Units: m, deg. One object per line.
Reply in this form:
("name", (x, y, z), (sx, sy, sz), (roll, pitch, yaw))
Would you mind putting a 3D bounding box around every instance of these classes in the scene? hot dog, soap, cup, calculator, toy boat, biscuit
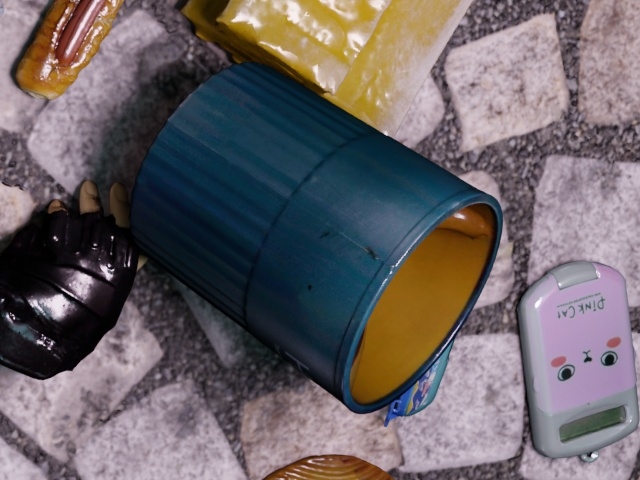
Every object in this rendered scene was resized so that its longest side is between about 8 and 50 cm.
("hot dog", (-0.229, -0.234, 1.952), (0.066, 0.047, 0.216), (33, 85, -30))
("soap", (0.036, -0.273, 2.027), (0.259, 0.143, 0.281), (34, 80, -27))
("cup", (0.005, -0.015, 1.929), (0.308, 0.292, 0.242), (-17, 135, -57))
("calculator", (0.300, 0.143, 2.281), (0.141, 0.045, 0.246), (-14, 106, -23))
("toy boat", (0.089, 0.120, 2.165), (0.110, 0.091, 0.175), (19, 95, 6))
("biscuit", (0.008, 0.321, 2.181), (0.228, 0.031, 0.176), (-11, 103, -24))

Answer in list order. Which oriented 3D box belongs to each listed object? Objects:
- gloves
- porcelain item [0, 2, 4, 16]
("gloves", (-0.250, 0.032, 1.962), (0.164, 0.124, 0.203), (25, 97, -46))
("porcelain item", (-0.347, -0.226, 1.904), (0.083, 0.036, 0.028), (-1, 132, -20))
